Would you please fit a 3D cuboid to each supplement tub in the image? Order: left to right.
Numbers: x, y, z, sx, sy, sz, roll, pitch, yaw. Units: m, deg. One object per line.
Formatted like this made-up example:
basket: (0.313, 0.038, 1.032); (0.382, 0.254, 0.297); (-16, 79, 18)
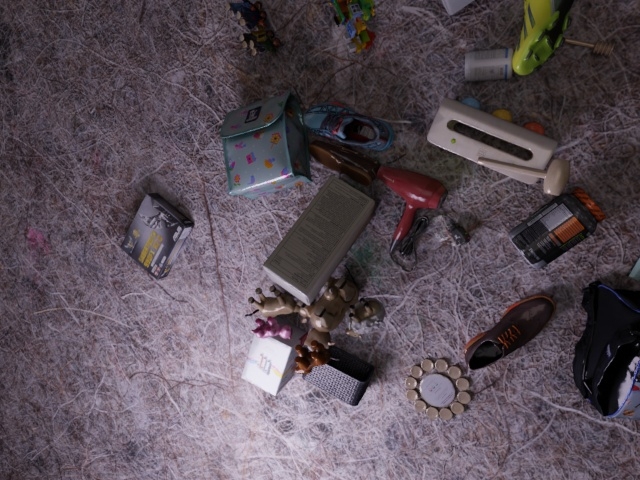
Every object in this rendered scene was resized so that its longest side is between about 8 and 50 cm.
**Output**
supplement tub: (0.403, -0.419, 1.134); (0.107, 0.071, 0.071); (4, 100, 21)
supplement tub: (0.554, -0.029, 1.116); (0.190, 0.117, 0.117); (-41, 83, 22)

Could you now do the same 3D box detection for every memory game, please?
memory game: (0.330, 0.419, 1.335); (0.186, 0.012, 0.186); (3, 100, 20)

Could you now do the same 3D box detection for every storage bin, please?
storage bin: (0.053, 0.385, 1.378); (0.180, 0.122, 0.085); (24, 106, 16)

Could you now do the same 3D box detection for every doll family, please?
doll family: (-0.179, -0.598, 1.316); (0.076, 0.111, 0.193); (-2, 114, 55)

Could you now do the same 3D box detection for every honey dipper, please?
honey dipper: (0.582, -0.455, 1.082); (0.160, 0.030, 0.031); (24, 107, 19)

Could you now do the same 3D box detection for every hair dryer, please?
hair dryer: (0.237, -0.072, 1.253); (0.223, 0.080, 0.294); (-27, 88, 24)

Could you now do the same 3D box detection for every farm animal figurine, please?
farm animal figurine: (-0.016, 0.216, 1.337); (0.326, 0.172, 0.330); (-40, 47, -4)

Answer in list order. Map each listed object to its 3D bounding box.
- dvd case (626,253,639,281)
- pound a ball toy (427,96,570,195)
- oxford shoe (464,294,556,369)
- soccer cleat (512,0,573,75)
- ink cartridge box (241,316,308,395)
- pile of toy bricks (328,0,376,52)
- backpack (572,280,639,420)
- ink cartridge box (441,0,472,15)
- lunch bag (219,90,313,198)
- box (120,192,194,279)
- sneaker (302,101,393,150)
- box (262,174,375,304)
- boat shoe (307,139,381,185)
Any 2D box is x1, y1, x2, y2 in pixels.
dvd case: (0.784, 0.050, 1.095); (0.087, 0.013, 0.120); (27, 107, 15)
pound a ball toy: (0.416, -0.230, 1.087); (0.319, 0.208, 0.136); (27, 108, 16)
oxford shoe: (0.481, 0.243, 1.199); (0.097, 0.098, 0.271); (45, 111, 9)
soccer cleat: (0.501, -0.515, 1.071); (0.121, 0.093, 0.289); (35, 106, 46)
ink cartridge box: (-0.139, 0.349, 1.444); (0.127, 0.128, 0.176); (24, 108, 16)
pile of toy bricks: (0.092, -0.607, 1.218); (0.105, 0.118, 0.212); (-20, 81, -9)
backpack: (0.690, 0.260, 1.052); (0.213, 0.276, 0.264); (16, 108, 5)
ink cartridge box: (0.313, -0.763, 1.044); (0.279, 0.160, 0.385); (-28, 82, 23)
lunch bag: (-0.157, -0.272, 1.334); (0.223, 0.160, 0.263); (-12, 83, 26)
box: (-0.546, -0.014, 1.581); (0.183, 0.056, 0.231); (38, 110, 11)
sneaker: (0.062, -0.311, 1.256); (0.261, 0.125, 0.104); (17, 104, 18)
box: (0.000, 0.000, 1.255); (0.148, 0.121, 0.311); (34, 76, 14)
boat shoe: (0.066, -0.226, 1.305); (0.206, 0.073, 0.073); (31, 71, 11)
